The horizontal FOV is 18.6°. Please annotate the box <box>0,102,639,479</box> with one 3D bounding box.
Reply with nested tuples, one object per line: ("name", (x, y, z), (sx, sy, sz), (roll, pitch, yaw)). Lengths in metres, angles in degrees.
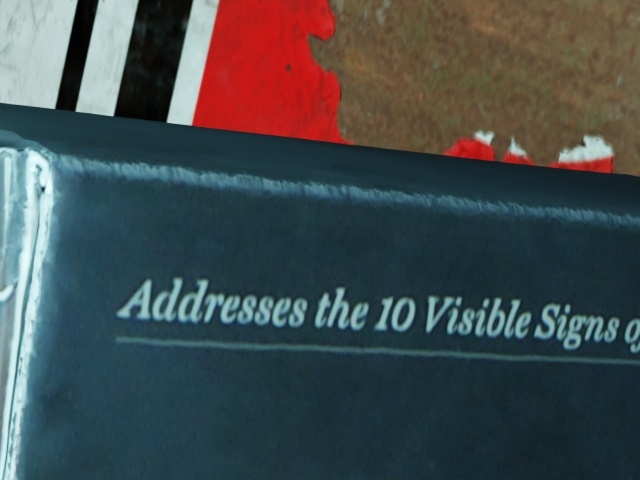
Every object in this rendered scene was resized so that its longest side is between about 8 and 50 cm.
("box", (0.012, 0.199, 0.792), (0.297, 0.480, 0.471), (17, 100, 56))
